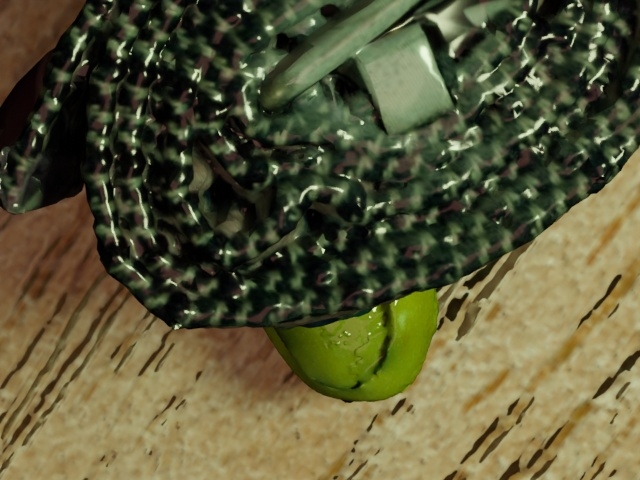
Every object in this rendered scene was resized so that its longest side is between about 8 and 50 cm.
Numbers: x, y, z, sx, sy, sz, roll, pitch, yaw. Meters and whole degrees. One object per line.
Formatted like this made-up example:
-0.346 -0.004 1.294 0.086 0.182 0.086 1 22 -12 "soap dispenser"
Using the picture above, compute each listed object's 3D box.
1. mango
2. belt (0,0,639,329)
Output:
0.000 0.000 0.906 0.091 0.074 0.165 -22 93 6 "mango"
0.017 -0.075 0.798 0.295 0.160 0.207 -42 94 2 "belt"
